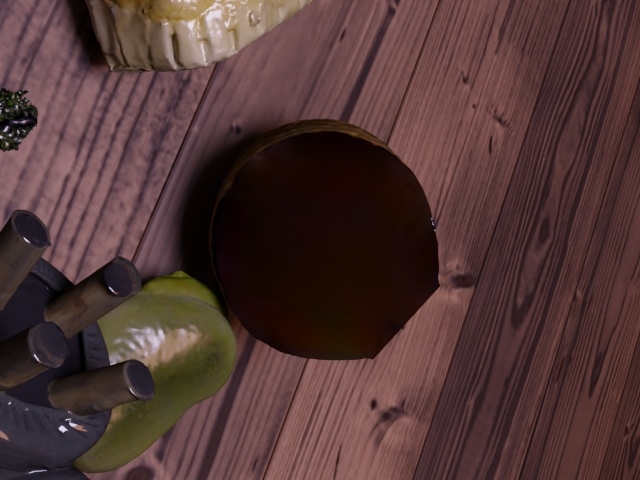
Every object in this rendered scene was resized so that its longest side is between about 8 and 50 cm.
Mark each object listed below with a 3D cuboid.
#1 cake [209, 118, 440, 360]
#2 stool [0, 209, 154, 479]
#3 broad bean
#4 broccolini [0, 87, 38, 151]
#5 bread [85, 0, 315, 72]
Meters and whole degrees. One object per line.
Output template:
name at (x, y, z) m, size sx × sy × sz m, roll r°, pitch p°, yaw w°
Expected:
cake at (0.000, 0.000, 0.886) m, size 0.178 × 0.185 × 0.208 m, roll 99°, pitch -26°, yaw -89°
stool at (-0.182, 0.091, 0.651) m, size 0.228 × 0.139 × 0.153 m, roll 57°, pitch 23°, yaw -7°
broad bean at (-0.138, 0.099, 0.795) m, size 0.174 × 0.082 × 0.124 m, roll -36°, pitch 119°, yaw -41°
broccolini at (-0.279, -0.092, 0.645) m, size 0.218 × 0.044 × 0.042 m, roll 7°, pitch 106°, yaw -45°
bread at (-0.073, -0.218, 0.780) m, size 0.236 × 0.140 × 0.106 m, roll -44°, pitch 130°, yaw -37°
